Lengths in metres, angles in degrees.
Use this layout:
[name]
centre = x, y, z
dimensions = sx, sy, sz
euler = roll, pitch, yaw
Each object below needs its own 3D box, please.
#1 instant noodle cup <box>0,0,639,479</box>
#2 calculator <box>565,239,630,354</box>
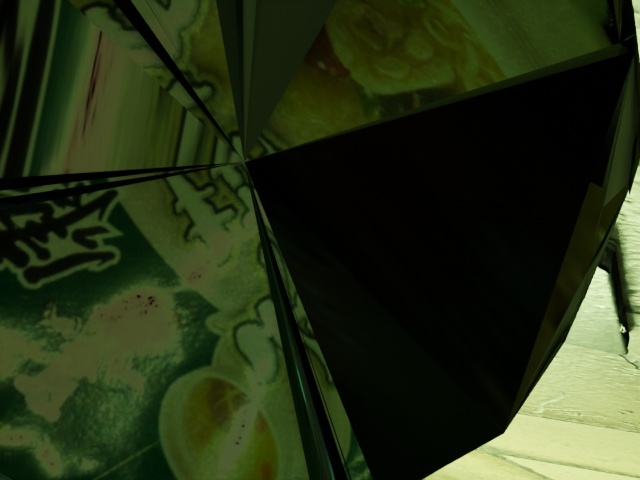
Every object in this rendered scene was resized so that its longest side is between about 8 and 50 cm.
[instant noodle cup]
centre = -0.058, -0.042, 0.441
dimensions = 0.240, 0.240, 0.178
euler = 19, 173, -21
[calculator]
centre = 0.110, 0.028, 1.006
dimensions = 0.161, 0.021, 0.261
euler = 11, 168, 14
